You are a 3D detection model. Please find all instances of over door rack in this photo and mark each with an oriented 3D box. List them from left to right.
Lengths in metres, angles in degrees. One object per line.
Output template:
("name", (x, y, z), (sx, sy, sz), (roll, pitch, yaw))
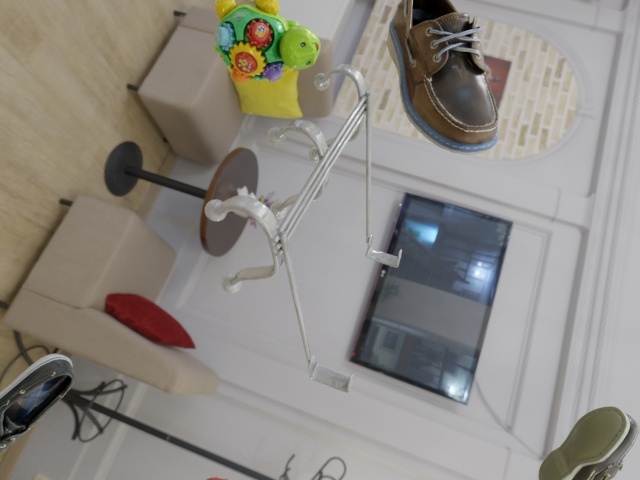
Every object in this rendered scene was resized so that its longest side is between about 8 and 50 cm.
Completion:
("over door rack", (0.000, 0.000, 0.497), (0.239, 0.108, 0.324), (-61, 147, -34))

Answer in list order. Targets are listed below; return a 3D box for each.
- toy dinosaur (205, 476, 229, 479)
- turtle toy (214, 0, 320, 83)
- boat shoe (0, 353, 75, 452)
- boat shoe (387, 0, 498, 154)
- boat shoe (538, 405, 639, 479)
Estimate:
("toy dinosaur", (-0.084, 0.224, 0.302), (0.090, 0.047, 0.082), (-15, 95, -67))
("turtle toy", (-0.062, -0.218, 0.462), (0.095, 0.130, 0.066), (67, 29, -54))
("boat shoe", (-0.306, 0.175, 0.404), (0.142, 0.040, 0.049), (-50, 133, -23))
("boat shoe", (0.098, -0.152, 0.343), (0.066, 0.066, 0.183), (92, -16, -58))
("boat shoe", (0.471, 0.373, 0.713), (0.081, 0.069, 0.227), (-66, 176, -58))
